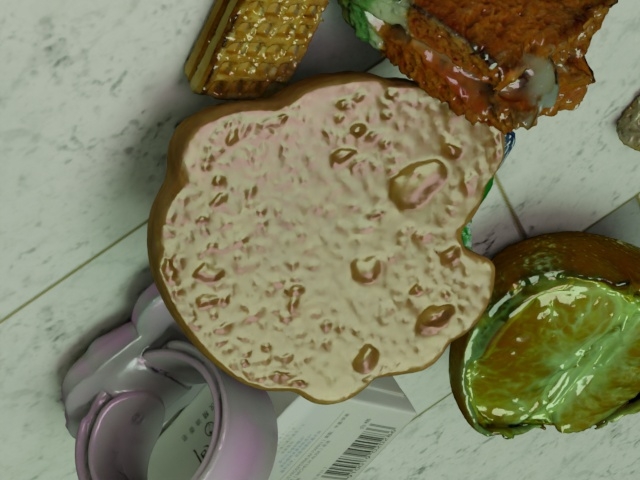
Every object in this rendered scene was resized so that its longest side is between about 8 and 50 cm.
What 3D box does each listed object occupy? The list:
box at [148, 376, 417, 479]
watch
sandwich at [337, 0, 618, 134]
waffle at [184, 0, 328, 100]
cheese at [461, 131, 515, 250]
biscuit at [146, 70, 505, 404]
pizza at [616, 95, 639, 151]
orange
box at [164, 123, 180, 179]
[{"bbox_3d":[-0.059,0.237,1.989,0.203,0.116,0.274,18,121,-48],"label":"box"},{"bbox_3d":[-0.131,0.180,1.776,0.248,0.217,0.211,-41,145,10],"label":"watch"},{"bbox_3d":[0.162,-0.202,1.593,0.292,0.212,0.109,-32,167,-37],"label":"sandwich"},{"bbox_3d":[-0.053,-0.192,1.550,0.102,0.042,0.148,-3,134,-38],"label":"waffle"},{"bbox_3d":[0.109,0.011,1.889,0.204,0.083,0.320,8,119,-49],"label":"cheese"},{"bbox_3d":[0.016,-0.005,1.612,0.351,0.057,0.312,-20,110,-12],"label":"biscuit"},{"bbox_3d":[0.481,-0.185,1.964,0.289,0.081,0.229,-14,140,-25],"label":"pizza"},{"bbox_3d":[0.282,0.111,2.057,0.334,0.196,0.262,-3,120,-43],"label":"orange"},{"bbox_3d":[-0.100,-0.079,1.653,0.083,0.035,0.079,-12,139,-30],"label":"box"}]
